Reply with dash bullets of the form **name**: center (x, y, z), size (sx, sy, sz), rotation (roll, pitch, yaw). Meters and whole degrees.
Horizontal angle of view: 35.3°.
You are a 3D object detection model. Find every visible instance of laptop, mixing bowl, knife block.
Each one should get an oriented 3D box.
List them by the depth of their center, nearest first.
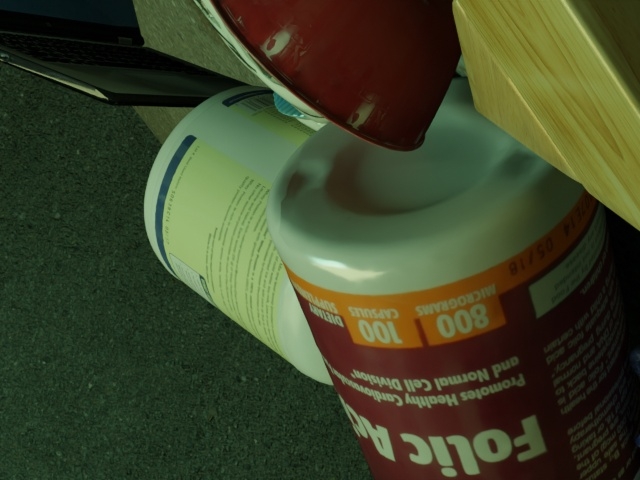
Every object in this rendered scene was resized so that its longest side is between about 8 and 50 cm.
- **knife block**: center (0.129, -0.135, 0.474), size (0.276, 0.088, 0.242), rotation (46, 168, 38)
- **mixing bowl**: center (0.027, -0.153, 0.628), size (0.181, 0.098, 0.181), rotation (32, -152, -20)
- **laptop**: center (-0.257, -0.325, 1.181), size (0.407, 0.236, 0.382), rotation (23, -164, 23)

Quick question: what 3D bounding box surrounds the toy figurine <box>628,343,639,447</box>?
- **toy figurine**: center (0.258, 0.155, 0.624), size (0.217, 0.191, 0.362), rotation (55, 171, 21)

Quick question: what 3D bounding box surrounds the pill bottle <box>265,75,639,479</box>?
- **pill bottle**: center (0.123, 0.096, 0.764), size (0.224, 0.224, 0.392), rotation (39, 155, 54)

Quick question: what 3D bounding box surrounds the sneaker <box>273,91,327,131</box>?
- **sneaker**: center (0.065, -0.112, 0.880), size (0.228, 0.087, 0.092), rotation (29, -169, 41)

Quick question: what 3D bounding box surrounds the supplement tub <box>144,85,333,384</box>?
- **supplement tub**: center (0.000, 0.000, 1.016), size (0.325, 0.235, 0.235), rotation (32, 159, 38)

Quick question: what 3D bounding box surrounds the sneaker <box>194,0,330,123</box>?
- **sneaker**: center (-0.067, -0.234, 0.850), size (0.146, 0.122, 0.331), rotation (69, 175, -71)
